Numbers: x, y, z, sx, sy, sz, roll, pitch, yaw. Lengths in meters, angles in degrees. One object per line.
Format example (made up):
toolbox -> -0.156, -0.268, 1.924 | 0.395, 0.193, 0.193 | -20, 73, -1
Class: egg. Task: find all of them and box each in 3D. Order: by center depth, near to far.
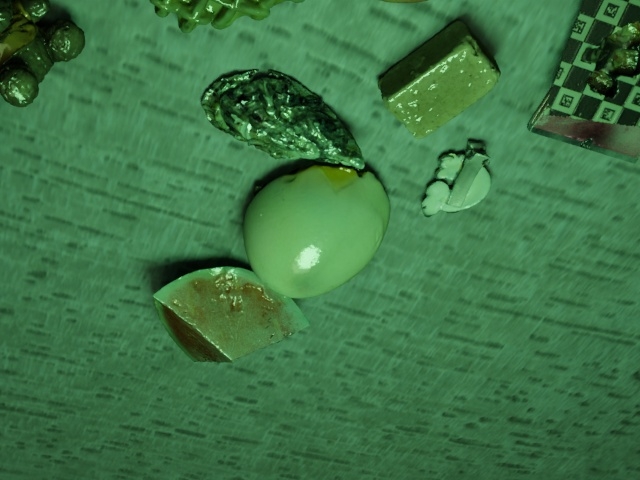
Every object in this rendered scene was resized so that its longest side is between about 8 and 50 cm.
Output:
egg -> 0.001, 0.003, 1.544 | 0.286, 0.174, 0.264 | -23, 134, 10

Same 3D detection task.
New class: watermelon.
watermelon -> -0.199, 0.150, 1.666 | 0.256, 0.176, 0.260 | -35, 104, 14

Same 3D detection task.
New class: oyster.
oyster -> -0.069, -0.192, 1.437 | 0.199, 0.087, 0.252 | -28, 117, 18

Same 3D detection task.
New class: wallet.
wallet -> 0.495, -0.213, 1.498 | 0.232, 0.025, 0.119 | 13, 128, -18

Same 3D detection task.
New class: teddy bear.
teddy bear -> -0.473, -0.303, 1.244 | 0.140, 0.177, 0.190 | 9, 149, 42

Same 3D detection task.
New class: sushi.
sushi -> 0.481, -0.300, 1.400 | 0.192, 0.040, 0.210 | 6, 118, -9

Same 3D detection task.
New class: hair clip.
hair clip -> 0.260, -0.105, 1.557 | 0.116, 0.049, 0.172 | 11, 132, -10

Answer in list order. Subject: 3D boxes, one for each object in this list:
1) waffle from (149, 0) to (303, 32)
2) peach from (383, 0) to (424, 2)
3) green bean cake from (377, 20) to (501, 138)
waffle -> -0.142, -0.438, 1.208 | 0.309, 0.056, 0.292 | -13, 131, 4
peach -> 0.107, -0.449, 1.090 | 0.292, 0.247, 0.292 | 0, 111, 0
green bean cake -> 0.194, -0.261, 1.384 | 0.179, 0.085, 0.109 | -33, 126, 23
